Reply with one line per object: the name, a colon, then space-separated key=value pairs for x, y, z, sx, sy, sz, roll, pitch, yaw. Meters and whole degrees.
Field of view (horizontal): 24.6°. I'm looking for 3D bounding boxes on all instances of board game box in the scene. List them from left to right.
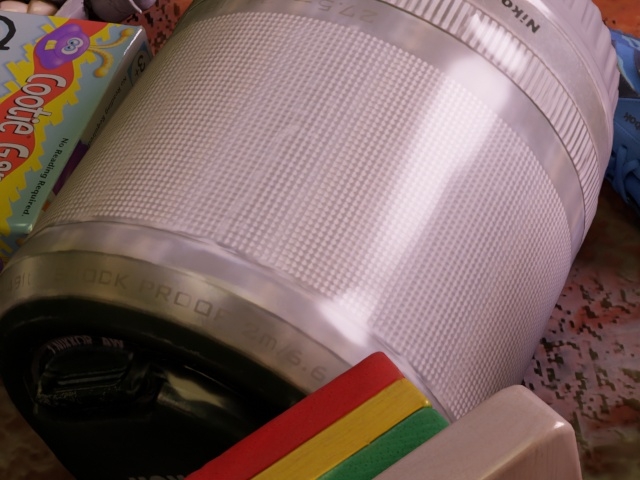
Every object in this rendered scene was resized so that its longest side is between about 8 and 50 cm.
board game box: x=-0.227 y=-0.034 z=0.789 sx=0.275 sy=0.142 sz=0.144 roll=9 pitch=54 yaw=17

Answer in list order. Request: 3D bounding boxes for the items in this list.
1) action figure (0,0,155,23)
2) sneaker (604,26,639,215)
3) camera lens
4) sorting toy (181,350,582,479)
action figure: x=-0.216 y=-0.204 z=0.957 sx=0.285 sy=0.099 sz=0.185 roll=24 pitch=54 yaw=23
sneaker: x=0.173 y=-0.052 z=0.778 sx=0.209 sy=0.069 sz=0.082 roll=25 pitch=64 yaw=27
camera lens: x=0.000 y=0.000 z=0.670 sx=0.219 sy=0.219 sz=0.274 roll=15 pitch=56 yaw=22
sorting toy: x=-0.027 y=0.182 z=0.506 sx=0.255 sy=0.257 sz=0.089 roll=-33 pitch=47 yaw=-16
